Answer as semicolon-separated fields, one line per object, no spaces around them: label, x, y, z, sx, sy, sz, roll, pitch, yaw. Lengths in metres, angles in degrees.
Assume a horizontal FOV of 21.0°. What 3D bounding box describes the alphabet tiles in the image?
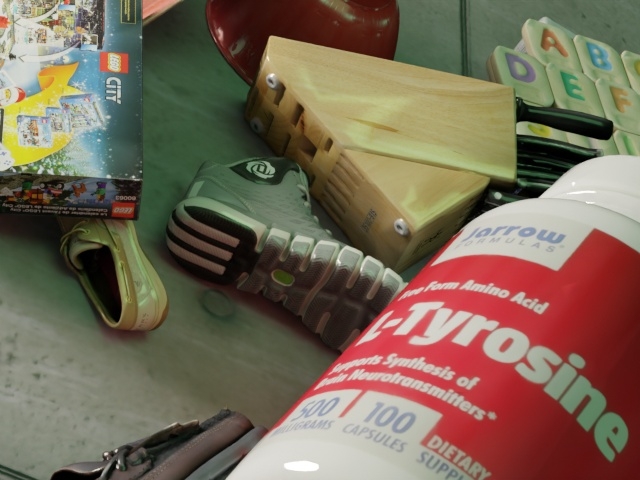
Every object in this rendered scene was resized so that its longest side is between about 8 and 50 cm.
alphabet tiles;0.286;-0.094;1.594;0.284;0.021;0.278;14;43;-24

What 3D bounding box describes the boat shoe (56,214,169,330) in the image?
boat shoe;-0.155;0.005;1.205;0.045;0.050;0.135;-9;57;-51

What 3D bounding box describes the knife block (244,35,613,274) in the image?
knife block;0.108;-0.088;1.430;0.242;0.088;0.276;-33;74;-31

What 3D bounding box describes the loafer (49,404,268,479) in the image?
loafer;-0.140;0.166;1.009;0.095;0.109;0.302;41;39;10

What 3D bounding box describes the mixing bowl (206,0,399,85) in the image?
mixing bowl;0.001;-0.200;1.514;0.181;0.098;0.181;22;40;-20

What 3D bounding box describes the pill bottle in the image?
pill bottle;0.127;0.118;1.108;0.229;0.229;0.407;42;48;4

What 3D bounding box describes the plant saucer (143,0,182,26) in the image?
plant saucer;-0.183;-0.285;1.405;0.259;0.048;0.258;-37;79;-21

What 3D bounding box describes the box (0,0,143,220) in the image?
box;-0.208;-0.117;1.242;0.159;0.044;0.233;4;48;-10

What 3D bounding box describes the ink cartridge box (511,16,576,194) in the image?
ink cartridge box;0.326;-0.032;1.638;0.330;0.071;0.324;27;38;-14

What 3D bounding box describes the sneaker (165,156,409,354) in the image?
sneaker;0.000;0.000;1.316;0.228;0.086;0.132;29;35;-12
